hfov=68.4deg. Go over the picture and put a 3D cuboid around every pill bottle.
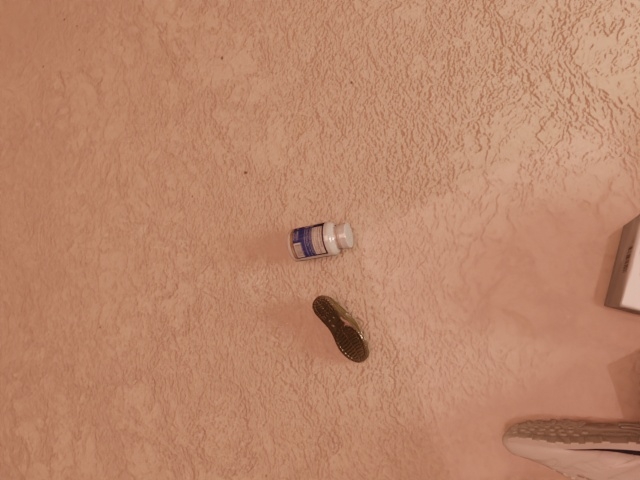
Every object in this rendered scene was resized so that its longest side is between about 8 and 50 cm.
[{"bbox_3d":[0.000,0.000,0.919,0.120,0.067,0.067,-11,79,21],"label":"pill bottle"}]

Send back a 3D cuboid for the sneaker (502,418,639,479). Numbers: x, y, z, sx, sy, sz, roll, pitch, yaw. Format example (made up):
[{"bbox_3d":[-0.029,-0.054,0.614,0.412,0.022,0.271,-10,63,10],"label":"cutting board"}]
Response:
[{"bbox_3d":[0.397,0.328,0.702,0.235,0.090,0.095,-4,94,25],"label":"sneaker"}]

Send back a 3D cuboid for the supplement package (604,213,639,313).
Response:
[{"bbox_3d":[0.549,0.058,0.641,0.244,0.134,0.139,13,89,24],"label":"supplement package"}]

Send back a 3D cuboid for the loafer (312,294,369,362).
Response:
[{"bbox_3d":[0.044,0.162,0.891,0.056,0.050,0.148,-35,87,19],"label":"loafer"}]
